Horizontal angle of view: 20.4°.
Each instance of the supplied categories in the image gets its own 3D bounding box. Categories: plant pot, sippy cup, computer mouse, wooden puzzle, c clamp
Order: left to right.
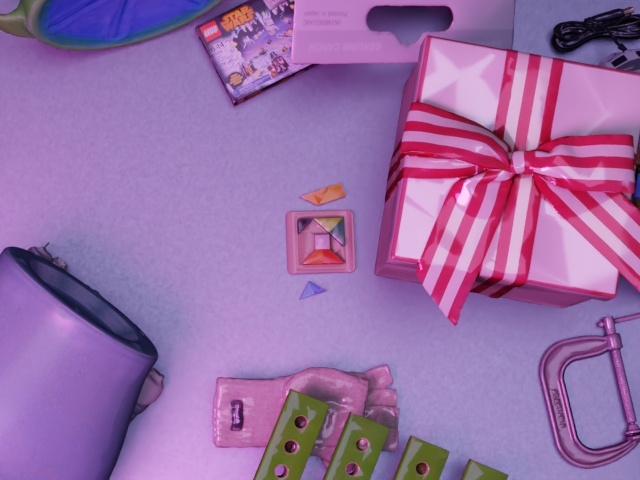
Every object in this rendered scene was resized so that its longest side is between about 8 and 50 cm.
[{"bbox_3d":[-0.298,0.157,1.701,0.271,0.271,0.255,37,94,1],"label":"plant pot"},{"bbox_3d":[-0.219,-0.345,1.817,0.305,0.240,0.224,-11,72,-31],"label":"sippy cup"},{"bbox_3d":[0.000,0.000,1.887,0.078,0.014,0.116,-9,85,-4],"label":"wooden puzzle"},{"bbox_3d":[0.304,0.158,1.884,0.137,0.022,0.161,-6,84,-4],"label":"c clamp"},{"bbox_3d":[0.329,-0.171,1.873,0.106,0.042,0.193,-15,50,-14],"label":"computer mouse"}]

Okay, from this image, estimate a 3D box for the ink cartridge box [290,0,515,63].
[{"bbox_3d":[0.071,-0.379,1.838,0.308,0.091,0.385,-5,101,-37],"label":"ink cartridge box"}]

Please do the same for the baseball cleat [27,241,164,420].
[{"bbox_3d":[-0.257,0.105,1.833,0.109,0.072,0.206,-43,82,3],"label":"baseball cleat"}]

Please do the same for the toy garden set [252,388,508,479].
[{"bbox_3d":[0.040,0.287,1.809,0.244,0.049,0.204,23,85,-10],"label":"toy garden set"}]

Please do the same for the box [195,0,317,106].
[{"bbox_3d":[-0.053,-0.215,1.899,0.137,0.027,0.094,-27,85,-6],"label":"box"}]

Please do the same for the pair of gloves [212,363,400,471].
[{"bbox_3d":[-0.008,0.251,1.844,0.204,0.042,0.240,-5,91,-10],"label":"pair of gloves"}]

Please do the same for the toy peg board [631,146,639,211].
[{"bbox_3d":[0.334,-0.029,1.843,0.079,0.160,0.161,9,83,10],"label":"toy peg board"}]

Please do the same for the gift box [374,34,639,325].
[{"bbox_3d":[0.193,-0.042,1.781,0.255,0.258,0.276,5,83,-3],"label":"gift box"}]
